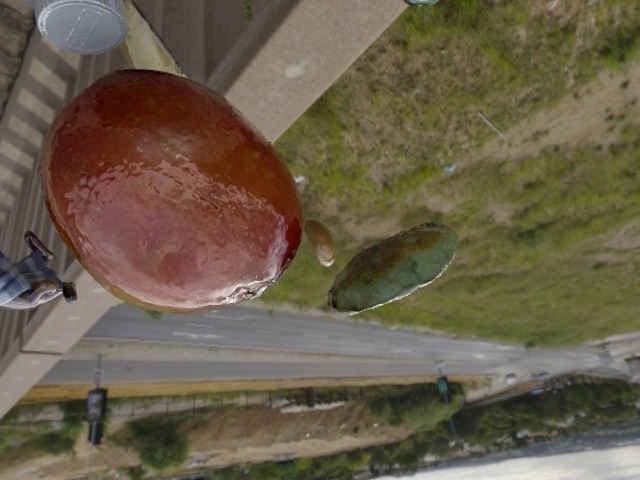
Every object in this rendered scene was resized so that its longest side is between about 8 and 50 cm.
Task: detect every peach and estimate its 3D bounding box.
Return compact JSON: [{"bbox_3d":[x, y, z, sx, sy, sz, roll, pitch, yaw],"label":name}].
[{"bbox_3d":[-0.194,-0.059,0.678,0.289,0.372,0.373,-49,141,9],"label":"peach"}]

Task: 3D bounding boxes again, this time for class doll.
[{"bbox_3d":[-0.763,0.056,1.116,0.318,0.208,0.339,16,168,13],"label":"doll"}]

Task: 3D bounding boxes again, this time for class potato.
[{"bbox_3d":[-0.414,-0.438,1.165,0.116,0.239,0.299,-33,136,-1],"label":"potato"}]

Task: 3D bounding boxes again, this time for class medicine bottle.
[{"bbox_3d":[-0.273,-0.312,0.529,0.132,0.188,0.088,-21,166,28],"label":"medicine bottle"}]

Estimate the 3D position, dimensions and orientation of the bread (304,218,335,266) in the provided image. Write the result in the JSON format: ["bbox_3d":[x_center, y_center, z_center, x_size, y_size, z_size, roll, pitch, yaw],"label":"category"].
[{"bbox_3d":[0.000,0.000,1.478,0.078,0.189,0.114,-29,135,4],"label":"bread"}]

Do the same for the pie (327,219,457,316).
[{"bbox_3d":[0.132,0.059,0.905,0.275,0.105,0.257,-29,-171,37],"label":"pie"}]

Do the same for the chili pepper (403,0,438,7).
[{"bbox_3d":[0.184,-0.505,0.848,0.165,0.173,0.261,32,166,-10],"label":"chili pepper"}]
